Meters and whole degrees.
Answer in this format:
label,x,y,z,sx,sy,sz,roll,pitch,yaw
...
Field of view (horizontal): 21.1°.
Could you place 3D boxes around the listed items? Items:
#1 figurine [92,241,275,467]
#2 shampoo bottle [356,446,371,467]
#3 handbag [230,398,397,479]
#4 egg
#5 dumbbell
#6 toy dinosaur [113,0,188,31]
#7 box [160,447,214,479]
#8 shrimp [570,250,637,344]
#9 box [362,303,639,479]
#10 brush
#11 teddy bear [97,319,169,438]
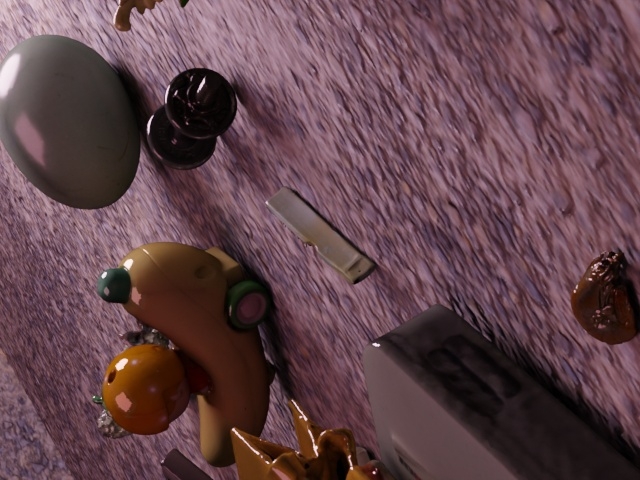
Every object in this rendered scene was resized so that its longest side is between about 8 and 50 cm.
label,x,y,z,sx,sy,sz,roll,pitch,yaw
figurine,-0.163,0.146,2.059,0.124,0.222,0.325,34,144,50
shampoo bottle,0.062,0.301,1.967,0.049,0.034,0.141,-8,109,57
handbag,0.058,0.335,1.578,0.401,0.133,0.283,34,142,56
egg,-0.315,-0.147,2.151,0.231,0.168,0.168,64,160,-7
dumbbell,-0.140,-0.131,1.865,0.082,0.081,0.254,61,160,7
toy dinosaur,-0.154,-0.305,1.586,0.177,0.194,0.152,3,129,44
box,-0.114,0.326,2.074,0.177,0.036,0.115,38,166,15
shrimp,0.217,0.045,1.279,0.059,0.023,0.108,48,157,14
box,0.195,0.296,1.518,0.396,0.111,0.397,43,153,45
brush,0.000,0.000,1.746,0.178,0.033,0.030,42,158,46
teddy bear,-0.252,0.215,2.525,0.111,0.133,0.213,31,134,22
